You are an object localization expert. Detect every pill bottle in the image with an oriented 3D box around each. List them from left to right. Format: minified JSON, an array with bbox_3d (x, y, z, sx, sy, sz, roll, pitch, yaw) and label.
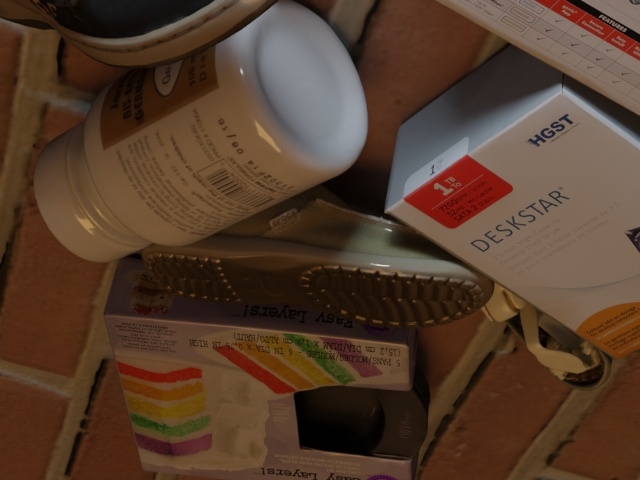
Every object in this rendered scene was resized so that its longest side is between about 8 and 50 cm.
[{"bbox_3d":[-0.091,-0.068,1.236,0.229,0.131,0.131,-24,129,37],"label":"pill bottle"}]

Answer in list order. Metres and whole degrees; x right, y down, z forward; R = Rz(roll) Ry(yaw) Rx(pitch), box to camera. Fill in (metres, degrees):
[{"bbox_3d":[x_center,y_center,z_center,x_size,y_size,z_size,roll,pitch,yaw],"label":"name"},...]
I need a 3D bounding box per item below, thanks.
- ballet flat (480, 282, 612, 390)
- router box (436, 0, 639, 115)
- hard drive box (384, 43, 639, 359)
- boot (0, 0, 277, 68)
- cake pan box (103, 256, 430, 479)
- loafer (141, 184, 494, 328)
[{"bbox_3d":[0.160,0.046,1.363,0.072,0.068,0.213,-23,130,37],"label":"ballet flat"},{"bbox_3d":[0.268,-0.187,1.036,0.335,0.082,0.301,27,139,-19],"label":"router box"},{"bbox_3d":[0.192,-0.034,1.240,0.232,0.089,0.181,32,137,-23],"label":"hard drive box"},{"bbox_3d":[-0.174,-0.244,0.957,0.377,0.138,0.284,21,156,54],"label":"boot"},{"bbox_3d":[-0.037,0.123,1.514,0.267,0.070,0.246,6,143,7],"label":"cake pan box"},{"bbox_3d":[0.000,0.000,1.323,0.268,0.092,0.102,7,152,11],"label":"loafer"}]
